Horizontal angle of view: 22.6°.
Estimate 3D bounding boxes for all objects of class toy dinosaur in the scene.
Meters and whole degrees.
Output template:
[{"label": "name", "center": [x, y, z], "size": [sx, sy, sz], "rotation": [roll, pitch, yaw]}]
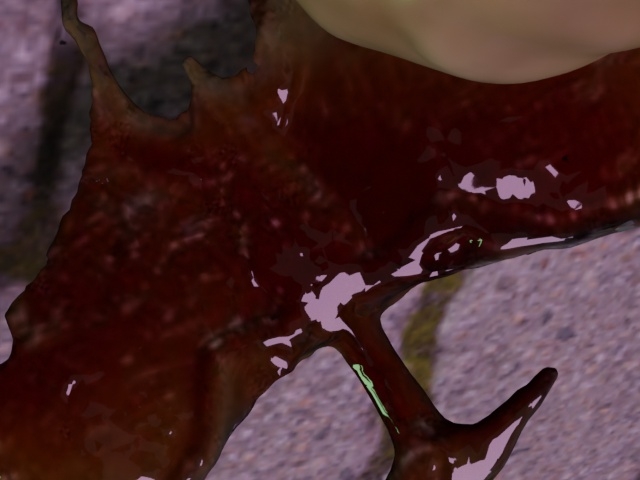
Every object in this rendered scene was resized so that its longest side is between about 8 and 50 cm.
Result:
[{"label": "toy dinosaur", "center": [0.000, -0.011, 0.519], "size": [0.207, 0.113, 0.327], "rotation": [33, 92, -6]}]

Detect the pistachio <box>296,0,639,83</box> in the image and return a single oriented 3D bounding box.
[{"label": "pistachio", "center": [0.092, -0.177, 0.356], "size": [0.318, 0.214, 0.193], "rotation": [-44, 94, 6]}]
